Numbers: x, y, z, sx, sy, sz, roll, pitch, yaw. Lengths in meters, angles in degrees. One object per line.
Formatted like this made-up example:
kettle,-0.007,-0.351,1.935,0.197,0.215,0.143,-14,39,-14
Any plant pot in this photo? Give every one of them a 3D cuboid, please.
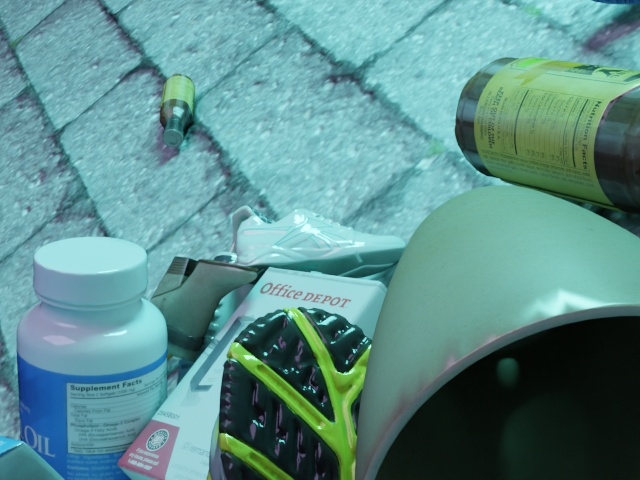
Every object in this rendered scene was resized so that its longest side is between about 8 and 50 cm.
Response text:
plant pot,0.129,0.082,0.890,0.256,0.256,0.274,-34,26,11

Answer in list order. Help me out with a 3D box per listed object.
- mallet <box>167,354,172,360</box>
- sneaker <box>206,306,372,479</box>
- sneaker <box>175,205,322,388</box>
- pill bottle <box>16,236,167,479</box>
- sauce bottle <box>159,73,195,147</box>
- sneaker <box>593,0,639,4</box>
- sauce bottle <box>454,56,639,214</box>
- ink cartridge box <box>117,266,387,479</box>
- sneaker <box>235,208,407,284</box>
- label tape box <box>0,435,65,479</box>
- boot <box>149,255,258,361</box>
mallet,-0.162,0.126,1.395,0.190,0.039,0.062,-41,25,6
sneaker,-0.016,0.242,0.950,0.147,0.145,0.384,103,175,-63
sneaker,-0.086,0.079,1.306,0.090,0.095,0.235,-12,41,38
pill bottle,-0.188,0.114,1.220,0.124,0.221,0.124,1,18,0
sauce bottle,-0.175,-0.156,1.796,0.042,0.042,0.128,-28,32,20
sneaker,0.355,-0.320,1.365,0.296,0.112,0.131,-34,12,8
sauce bottle,0.241,-0.074,1.123,0.111,0.111,0.344,-48,31,-14
ink cartridge box,-0.034,0.132,1.172,0.158,0.092,0.218,6,50,53
sneaker,0.000,0.000,1.287,0.152,0.053,0.061,-2,62,-7
label tape box,-0.267,0.205,1.089,0.240,0.333,0.106,3,50,51
boot,-0.103,0.059,1.249,0.118,0.042,0.087,4,78,50
